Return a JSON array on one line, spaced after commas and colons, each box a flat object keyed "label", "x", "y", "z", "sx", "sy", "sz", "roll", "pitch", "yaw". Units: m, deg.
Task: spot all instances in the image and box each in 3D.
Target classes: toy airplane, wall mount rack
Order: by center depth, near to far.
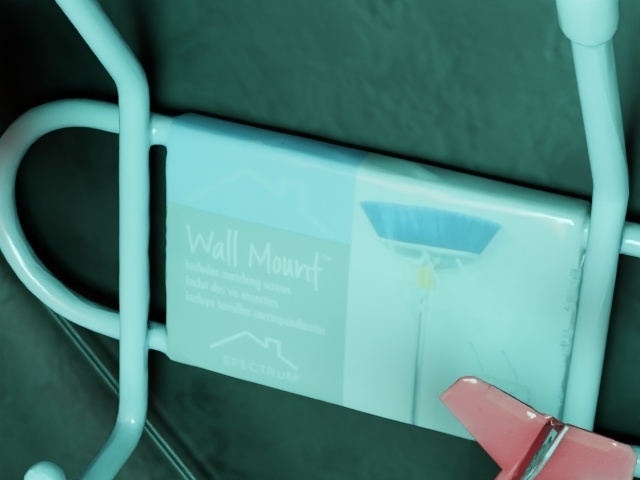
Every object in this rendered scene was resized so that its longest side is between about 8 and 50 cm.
[{"label": "toy airplane", "x": 0.051, "y": 0.101, "z": 0.621, "sx": 0.151, "sy": 0.028, "sz": 0.151, "roll": 9, "pitch": 128, "yaw": 11}, {"label": "wall mount rack", "x": 0.000, "y": 0.000, "z": 0.672, "sx": 0.350, "sy": 0.130, "sz": 0.304, "roll": 13, "pitch": 123, "yaw": 18}]
